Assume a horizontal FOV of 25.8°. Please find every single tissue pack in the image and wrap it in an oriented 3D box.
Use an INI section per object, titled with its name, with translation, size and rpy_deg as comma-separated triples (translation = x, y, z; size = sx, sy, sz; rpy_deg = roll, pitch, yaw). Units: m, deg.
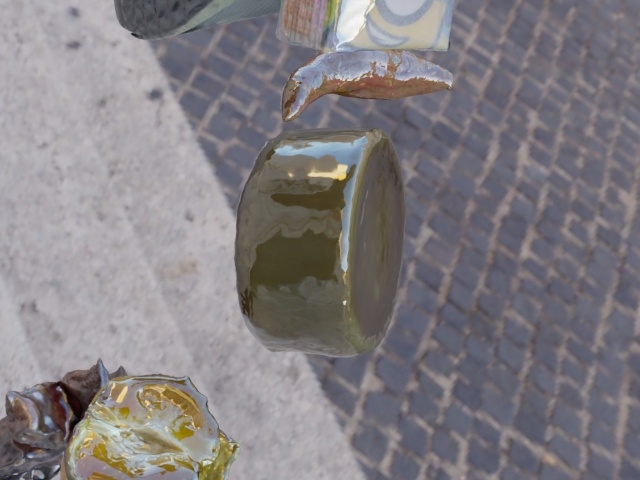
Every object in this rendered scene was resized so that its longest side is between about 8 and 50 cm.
[tissue pack]
translation = 0.039, -0.193, 0.883
size = 0.108, 0.148, 0.060
rpy_deg = -8, 26, -39

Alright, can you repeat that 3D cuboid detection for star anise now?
[star anise]
translation = -0.319, 0.228, 1.690
size = 0.214, 0.220, 0.099
rpy_deg = -33, 72, -6

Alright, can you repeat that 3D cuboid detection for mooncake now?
[mooncake]
translation = 0.000, 0.000, 1.688
size = 0.155, 0.284, 0.284
rpy_deg = 6, 42, 16

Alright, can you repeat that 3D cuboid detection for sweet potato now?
[sweet potato]
translation = 0.038, -0.175, 1.492
size = 0.255, 0.058, 0.078
rpy_deg = -13, 74, -43

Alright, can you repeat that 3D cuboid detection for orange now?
[orange]
translation = -0.160, 0.202, 1.245
size = 0.169, 0.112, 0.160
rpy_deg = 5, 48, -35

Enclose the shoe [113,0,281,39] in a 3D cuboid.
[shoe]
translation = -0.047, -0.272, 1.335
size = 0.171, 0.336, 0.132
rpy_deg = -6, 89, -50
